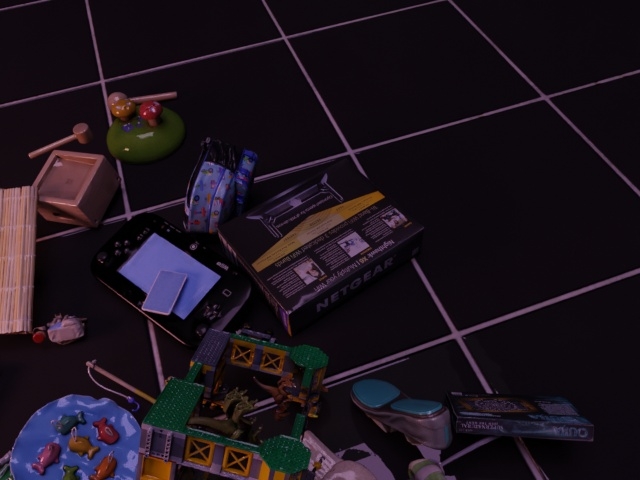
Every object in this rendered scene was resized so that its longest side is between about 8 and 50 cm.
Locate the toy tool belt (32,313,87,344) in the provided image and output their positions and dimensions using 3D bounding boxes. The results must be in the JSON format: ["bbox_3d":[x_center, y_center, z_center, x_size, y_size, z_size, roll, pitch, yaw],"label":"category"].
[{"bbox_3d":[-0.459,0.156,1.040,0.083,0.052,0.051,-10,20,-9],"label":"toy tool belt"}]

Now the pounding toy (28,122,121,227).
[{"bbox_3d":[-0.520,-0.141,1.241,0.181,0.094,0.206,8,60,16],"label":"pounding toy"}]

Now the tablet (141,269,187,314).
[{"bbox_3d":[-0.270,0.089,1.022,0.054,0.006,0.083,9,55,13],"label":"tablet"}]

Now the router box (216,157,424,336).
[{"bbox_3d":[0.000,0.000,1.111,0.308,0.081,0.243,-30,55,-20],"label":"router box"}]

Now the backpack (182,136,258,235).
[{"bbox_3d":[-0.200,-0.089,1.146,0.116,0.158,0.173,15,50,-5],"label":"backpack"}]

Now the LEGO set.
[{"bbox_3d":[-0.118,0.280,0.822,0.254,0.192,0.331,11,21,-6],"label":"LEGO set"}]

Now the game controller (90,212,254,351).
[{"bbox_3d":[-0.271,0.067,1.069,0.319,0.067,0.166,30,77,24],"label":"game controller"}]

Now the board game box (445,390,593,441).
[{"bbox_3d":[0.286,0.257,0.869,0.186,0.126,0.026,2,93,6],"label":"board game box"}]

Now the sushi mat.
[{"bbox_3d":[-0.600,0.031,1.070,0.151,0.019,0.317,-7,60,-11],"label":"sushi mat"}]

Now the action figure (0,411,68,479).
[{"bbox_3d":[-0.445,0.356,0.865,0.137,0.063,0.232,19,54,15],"label":"action figure"}]

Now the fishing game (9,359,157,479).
[{"bbox_3d":[-0.353,0.314,0.866,0.189,0.041,0.264,34,48,0],"label":"fishing game"}]

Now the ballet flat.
[{"bbox_3d":[0.113,0.260,0.869,0.072,0.068,0.213,-17,7,-28],"label":"ballet flat"}]

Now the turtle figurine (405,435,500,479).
[{"bbox_3d":[0.125,0.388,0.729,0.266,0.274,0.198,-7,93,10],"label":"turtle figurine"}]

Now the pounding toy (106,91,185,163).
[{"bbox_3d":[-0.415,-0.295,1.356,0.182,0.110,0.237,-12,52,-7],"label":"pounding toy"}]

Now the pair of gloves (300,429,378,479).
[{"bbox_3d":[-0.013,0.409,0.808,0.204,0.042,0.240,25,55,26],"label":"pair of gloves"}]
